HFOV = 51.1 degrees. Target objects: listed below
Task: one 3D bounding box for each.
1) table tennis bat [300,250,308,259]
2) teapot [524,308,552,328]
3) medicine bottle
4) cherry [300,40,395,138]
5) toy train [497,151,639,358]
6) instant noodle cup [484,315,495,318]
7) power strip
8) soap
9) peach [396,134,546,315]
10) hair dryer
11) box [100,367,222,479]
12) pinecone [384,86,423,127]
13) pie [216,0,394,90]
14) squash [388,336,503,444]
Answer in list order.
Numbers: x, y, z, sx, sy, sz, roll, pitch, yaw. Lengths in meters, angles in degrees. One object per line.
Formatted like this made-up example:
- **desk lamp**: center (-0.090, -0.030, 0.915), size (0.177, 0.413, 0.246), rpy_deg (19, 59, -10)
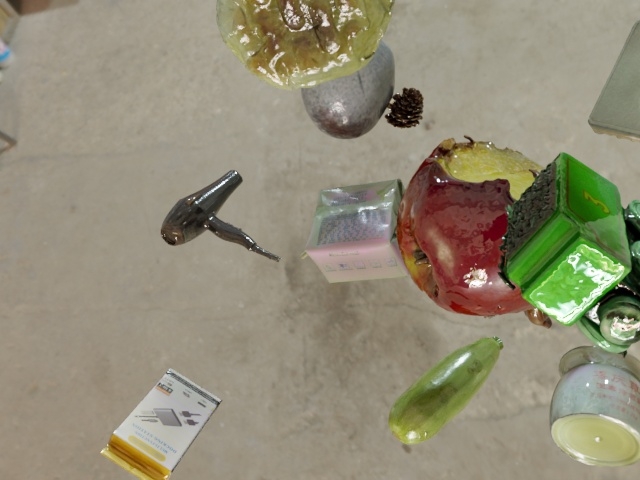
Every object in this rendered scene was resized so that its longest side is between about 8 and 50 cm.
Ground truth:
- **table tennis bat**: center (0.000, 0.000, 1.696), size (0.156, 0.013, 0.087), rpy_deg (-42, 30, 37)
- **teapot**: center (0.530, 0.150, 1.595), size (0.078, 0.129, 0.098), rpy_deg (2, 29, 33)
- **medicine bottle**: center (0.443, 0.259, 1.057), size (0.147, 0.147, 0.143), rpy_deg (6, 43, 25)
- **cherry**: center (0.067, -0.383, 1.601), size (0.218, 0.255, 0.296), rpy_deg (6, 56, 22)
- **toy train**: center (0.317, 0.011, 0.783), size (0.188, 0.132, 0.243), rpy_deg (32, 35, -2)
- **instant noodle cup**: center (0.430, 0.074, 1.823), size (0.091, 0.274, 0.274), rpy_deg (6, 57, -4)
- **power strip**: center (0.568, -0.244, 1.078), size (0.198, 0.064, 0.213), rpy_deg (26, 92, 40)
- **soap**: center (0.093, -0.017, 1.461), size (0.199, 0.138, 0.182), rpy_deg (-6, 50, 22)
- **peach**: center (0.351, -0.042, 1.298), size (0.417, 0.353, 0.339), rpy_deg (-31, 46, -14)
- **hair dryer**: center (-0.230, -0.042, 1.836), size (0.359, 0.120, 0.304), rpy_deg (29, 49, 21)
- **box**: center (-0.289, 0.344, 1.255), size (0.129, 0.033, 0.247), rpy_deg (32, 26, 2)
- **pinecone**: center (0.218, -0.330, 1.679), size (0.109, 0.102, 0.102), rpy_deg (-44, 34, 50)
- **pie**: center (-0.025, -0.381, 1.060), size (0.306, 0.306, 0.071), rpy_deg (-14, 24, 13)
- **squash**: center (0.295, 0.317, 1.492), size (0.371, 0.118, 0.118), rpy_deg (-33, 49, -27)
